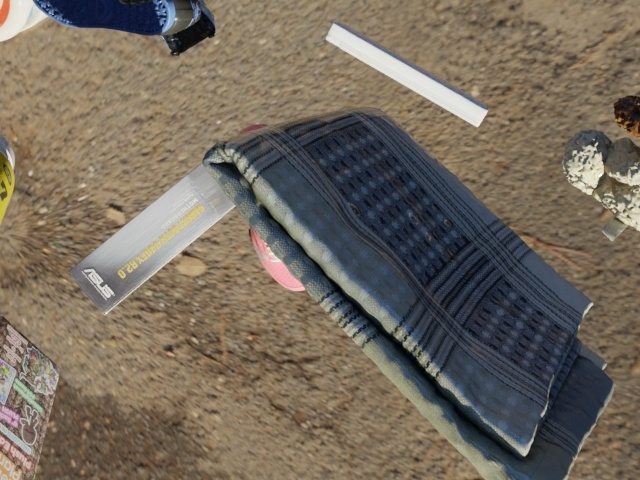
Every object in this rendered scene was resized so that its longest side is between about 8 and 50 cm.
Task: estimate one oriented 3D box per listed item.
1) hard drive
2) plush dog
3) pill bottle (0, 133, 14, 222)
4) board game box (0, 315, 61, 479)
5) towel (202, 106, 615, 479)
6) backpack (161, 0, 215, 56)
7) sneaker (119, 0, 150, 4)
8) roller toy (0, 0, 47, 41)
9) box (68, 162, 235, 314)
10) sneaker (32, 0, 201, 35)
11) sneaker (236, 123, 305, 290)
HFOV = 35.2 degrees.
[{"bbox_3d":[0.161,-0.306,1.840,0.308,0.203,0.040,31,102,1],"label":"hard drive"},{"bbox_3d":[0.524,-0.122,1.494,0.263,0.225,0.210,-1,49,-14],"label":"plush dog"},{"bbox_3d":[-0.456,-0.063,1.280,0.119,0.208,0.119,-3,120,-5],"label":"pill bottle"},{"bbox_3d":[-0.525,0.286,1.416,0.232,0.291,0.141,-20,131,18],"label":"board game box"},{"bbox_3d":[0.093,0.022,0.756,0.324,0.312,0.056,48,113,7],"label":"towel"},{"bbox_3d":[-0.260,-0.416,1.845,0.105,0.084,0.114,-26,135,12],"label":"backpack"},{"bbox_3d":[-0.221,-0.364,1.131,0.146,0.343,0.134,18,119,3],"label":"sneaker"},{"bbox_3d":[-0.516,-0.421,1.589,0.191,0.146,0.209,9,124,20],"label":"roller toy"},{"bbox_3d":[-0.172,-0.004,1.059,0.183,0.231,0.056,-40,96,-10],"label":"box"},{"bbox_3d":[-0.264,-0.309,1.292,0.232,0.090,0.081,20,112,21],"label":"sneaker"},{"bbox_3d":[-0.077,-0.027,1.655,0.116,0.136,0.313,-15,121,6],"label":"sneaker"}]
